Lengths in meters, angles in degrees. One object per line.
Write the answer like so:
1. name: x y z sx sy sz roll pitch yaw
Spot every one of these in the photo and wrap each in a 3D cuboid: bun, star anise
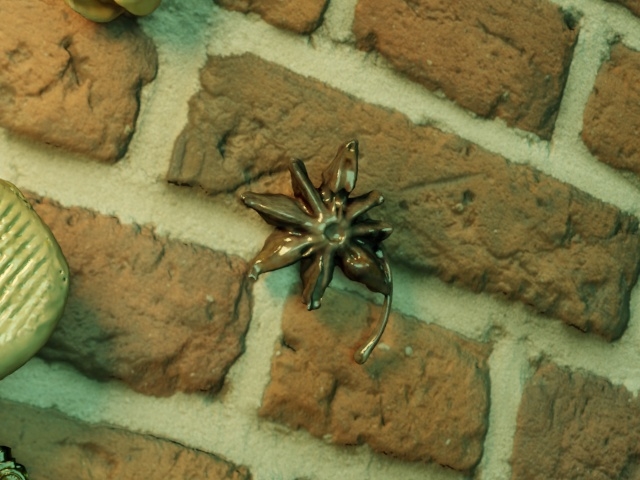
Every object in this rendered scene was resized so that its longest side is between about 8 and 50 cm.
1. bun: -0.555 0.055 1.440 0.360 0.211 0.359 2 86 -32
2. star anise: 0.000 0.000 1.713 0.316 0.139 0.359 19 92 -10

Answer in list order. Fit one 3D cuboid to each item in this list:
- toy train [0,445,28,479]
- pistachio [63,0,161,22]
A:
1. toy train: -0.492 0.420 1.482 0.137 0.090 0.225 -7 86 -15
2. pistachio: -0.340 -0.509 1.585 0.238 0.229 0.321 -11 97 -55
